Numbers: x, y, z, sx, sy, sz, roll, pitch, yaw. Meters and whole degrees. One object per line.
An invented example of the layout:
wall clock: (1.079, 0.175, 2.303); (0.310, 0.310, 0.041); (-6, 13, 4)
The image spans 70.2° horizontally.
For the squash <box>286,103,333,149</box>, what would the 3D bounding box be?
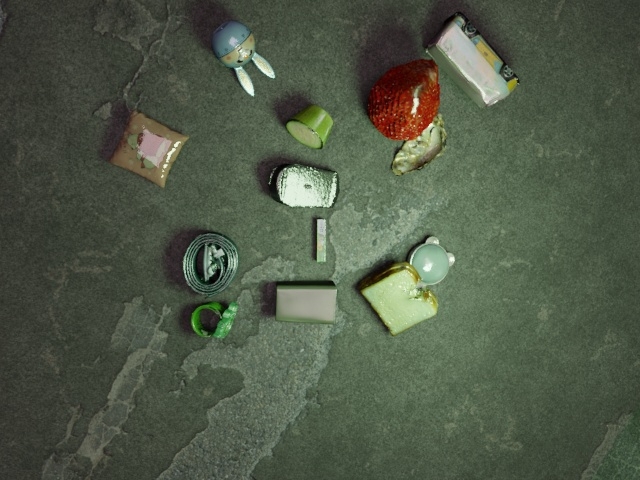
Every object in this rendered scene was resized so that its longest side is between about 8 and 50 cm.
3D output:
squash: (-0.032, -0.438, 1.747); (0.170, 0.170, 0.122); (40, 79, -12)

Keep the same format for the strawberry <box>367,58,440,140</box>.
strawberry: (0.320, -0.530, 1.687); (0.268, 0.351, 0.311); (23, 100, -3)

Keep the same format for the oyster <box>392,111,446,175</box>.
oyster: (0.405, -0.380, 1.864); (0.294, 0.094, 0.166); (-37, 83, 8)

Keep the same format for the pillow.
pillow: (-0.640, -0.341, 1.703); (0.224, 0.084, 0.236); (29, 96, -12)

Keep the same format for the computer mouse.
computer mouse: (-0.067, -0.216, 1.810); (0.296, 0.087, 0.168); (5, 100, -22)

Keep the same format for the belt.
belt: (-0.427, 0.098, 1.782); (0.207, 0.116, 0.267); (12, 93, -7)

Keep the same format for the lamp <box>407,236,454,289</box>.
lamp: (0.442, 0.115, 1.918); (0.179, 0.108, 0.246); (44, 90, -7)

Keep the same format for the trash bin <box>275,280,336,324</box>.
trash bin: (-0.062, 0.247, 1.857); (0.241, 0.122, 0.163); (3, 97, -7)

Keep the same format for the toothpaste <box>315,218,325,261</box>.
toothpaste: (0.000, 0.000, 1.868); (0.037, 0.043, 0.178); (-1, 98, -6)

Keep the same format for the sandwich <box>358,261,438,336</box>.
sandwich: (0.326, 0.231, 1.876); (0.249, 0.095, 0.273); (-31, 104, 26)

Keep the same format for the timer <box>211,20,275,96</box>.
timer: (-0.287, -0.678, 1.671); (0.175, 0.175, 0.255); (-39, 103, -2)

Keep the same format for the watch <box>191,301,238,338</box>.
watch: (-0.425, 0.303, 1.821); (0.152, 0.131, 0.165); (21, 99, 8)

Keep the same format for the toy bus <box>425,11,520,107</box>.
toy bus: (0.597, -0.693, 1.805); (0.386, 0.171, 0.162); (42, 100, -12)
